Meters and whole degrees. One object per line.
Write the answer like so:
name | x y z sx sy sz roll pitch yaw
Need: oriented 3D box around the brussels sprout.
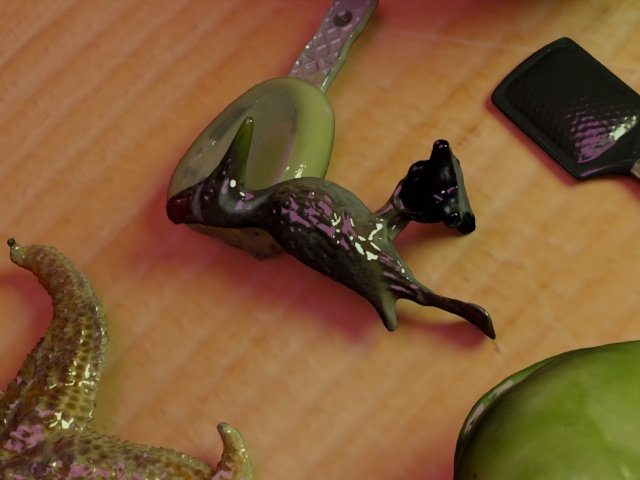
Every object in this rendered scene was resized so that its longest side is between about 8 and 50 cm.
brussels sprout | 0.131 0.133 0.558 0.145 0.131 0.183 -8 57 -7

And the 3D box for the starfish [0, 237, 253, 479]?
starfish | -0.199 0.145 0.732 0.299 0.060 0.302 21 73 29

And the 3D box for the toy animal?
toy animal | 0.007 -0.008 0.709 0.202 0.070 0.105 10 82 13

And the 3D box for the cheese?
cheese | -0.019 -0.083 0.796 0.097 0.037 0.192 21 71 30

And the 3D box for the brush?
brush | 0.172 -0.050 0.706 0.063 0.016 0.193 -40 54 -1
